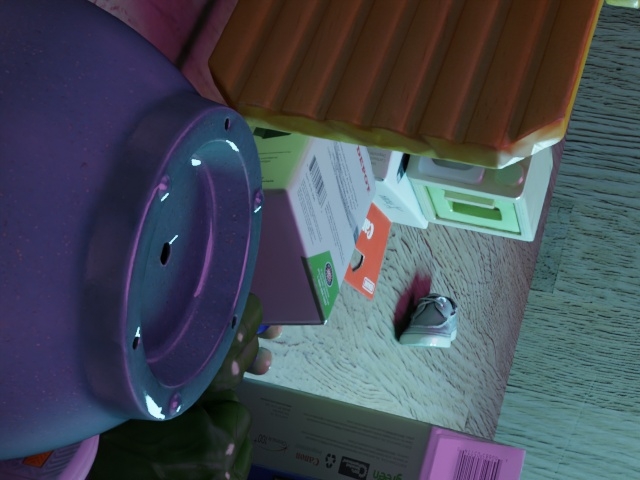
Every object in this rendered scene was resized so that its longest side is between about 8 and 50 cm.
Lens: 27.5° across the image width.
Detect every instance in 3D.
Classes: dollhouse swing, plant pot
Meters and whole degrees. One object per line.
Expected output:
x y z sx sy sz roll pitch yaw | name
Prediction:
0.077 -0.282 1.015 0.305 0.347 0.315 -60 155 -44 | dollhouse swing
-0.152 -0.006 0.727 0.293 0.196 0.293 11 90 -72 | plant pot

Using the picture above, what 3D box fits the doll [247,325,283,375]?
-0.089 0.061 1.218 0.189 0.046 0.129 50 55 -61 | doll

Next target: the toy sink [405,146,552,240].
0.201 -0.103 1.657 0.234 0.153 0.131 61 43 -65 | toy sink

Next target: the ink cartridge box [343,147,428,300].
0.088 -0.054 1.686 0.275 0.060 0.239 38 63 -71 | ink cartridge box

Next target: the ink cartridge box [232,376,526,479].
-0.001 0.279 1.174 0.130 0.309 0.272 20 82 -41 | ink cartridge box

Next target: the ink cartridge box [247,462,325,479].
-0.114 0.331 1.079 0.065 0.186 0.311 35 67 -69 | ink cartridge box

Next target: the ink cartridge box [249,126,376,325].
-0.023 -0.044 1.214 0.208 0.087 0.153 -67 148 -49 | ink cartridge box

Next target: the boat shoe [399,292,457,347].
0.172 0.122 2.050 0.227 0.079 0.081 -10 101 -77 | boat shoe

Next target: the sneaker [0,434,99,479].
-0.224 0.248 0.785 0.321 0.125 0.180 -51 153 -47 | sneaker

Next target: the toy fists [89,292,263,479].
-0.115 0.108 1.004 0.096 0.142 0.279 -42 140 -63 | toy fists
